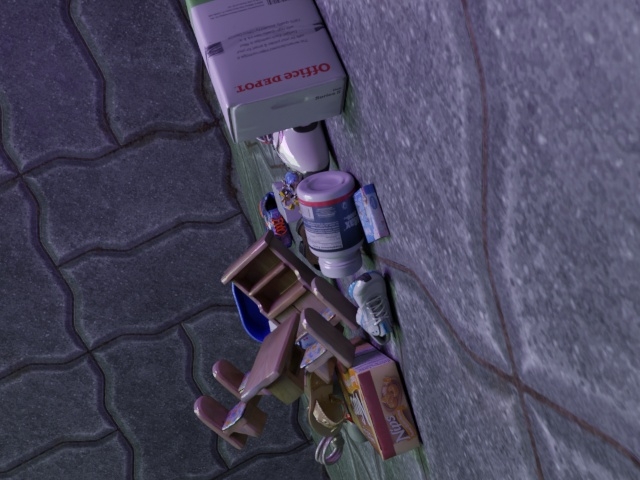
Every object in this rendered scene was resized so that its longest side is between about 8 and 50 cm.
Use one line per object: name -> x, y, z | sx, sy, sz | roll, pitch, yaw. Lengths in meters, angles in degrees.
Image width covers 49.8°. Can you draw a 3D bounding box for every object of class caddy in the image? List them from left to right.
caddy -> -0.178, 0.198, 2.439 | 0.179, 0.241, 0.341 | -131, 24, -78

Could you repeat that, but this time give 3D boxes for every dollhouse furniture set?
dollhouse furniture set -> -0.119, 0.191, 1.581 | 0.256, 0.362, 0.394 | 43, -154, -12

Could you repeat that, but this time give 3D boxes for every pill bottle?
pill bottle -> 0.024, -0.027, 1.273 | 0.108, 0.108, 0.180 | -124, 19, -60

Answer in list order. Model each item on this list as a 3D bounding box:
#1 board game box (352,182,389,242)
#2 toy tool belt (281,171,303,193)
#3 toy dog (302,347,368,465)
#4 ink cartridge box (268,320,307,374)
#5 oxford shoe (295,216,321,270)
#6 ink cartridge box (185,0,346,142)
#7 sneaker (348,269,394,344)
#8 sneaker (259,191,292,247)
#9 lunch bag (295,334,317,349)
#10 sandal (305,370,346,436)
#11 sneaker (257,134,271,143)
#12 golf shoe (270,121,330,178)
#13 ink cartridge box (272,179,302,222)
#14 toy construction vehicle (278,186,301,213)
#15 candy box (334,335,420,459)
board game box -> 0.084, -0.044, 1.165 | 0.090, 0.020, 0.090 | 142, 109, -80
toy tool belt -> -0.074, -0.154, 1.763 | 0.052, 0.051, 0.083 | -60, 34, 23
toy dog -> 0.030, 0.389, 1.781 | 0.161, 0.220, 0.334 | 28, 129, 45
ink cartridge box -> -0.045, 0.320, 2.028 | 0.092, 0.160, 0.220 | -16, 86, 56
oxford shoe -> 0.000, 0.000, 1.593 | 0.096, 0.082, 0.227 | 54, 168, 25
ink cartridge box -> -0.095, -0.322, 1.155 | 0.115, 0.198, 0.273 | 95, 157, -66
sneaker -> 0.104, 0.126, 1.250 | 0.083, 0.071, 0.191 | 58, 172, 36
sneaker -> -0.153, -0.068, 2.310 | 0.087, 0.083, 0.221 | 105, 144, -58
lunch bag -> -0.005, 0.282, 1.929 | 0.096, 0.128, 0.151 | -123, 20, -57
sandal -> 0.021, 0.395, 1.607 | 0.079, 0.088, 0.240 | 39, 147, 53
sneaker -> -0.149, -0.352, 1.803 | 0.118, 0.107, 0.279 | 54, -166, -56
golf shoe -> -0.051, -0.250, 1.336 | 0.120, 0.105, 0.273 | 121, 131, -68
ink cartridge box -> -0.094, -0.113, 1.960 | 0.122, 0.052, 0.089 | -130, 25, -64
toy construction vehicle -> -0.070, -0.097, 1.795 | 0.086, 0.035, 0.098 | 31, -164, -42
candy box -> 0.107, 0.327, 1.487 | 0.316, 0.087, 0.183 | -174, 66, -80
